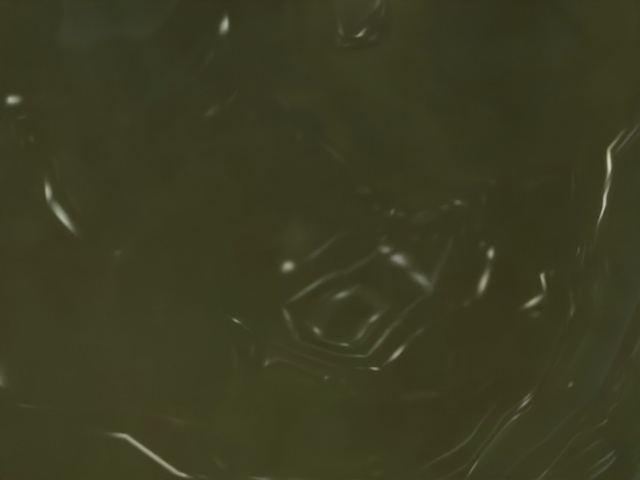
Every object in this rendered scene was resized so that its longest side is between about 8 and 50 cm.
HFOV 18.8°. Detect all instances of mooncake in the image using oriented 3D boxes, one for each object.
[{"bbox_3d":[0.000,0.000,0.558,0.467,0.467,0.262,16,-11,10],"label":"mooncake"}]
